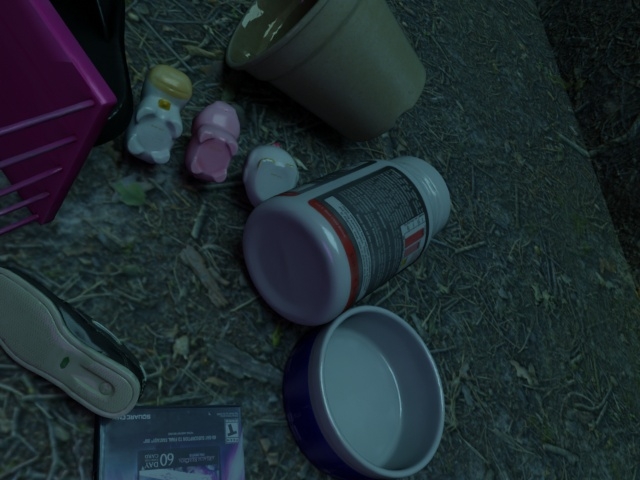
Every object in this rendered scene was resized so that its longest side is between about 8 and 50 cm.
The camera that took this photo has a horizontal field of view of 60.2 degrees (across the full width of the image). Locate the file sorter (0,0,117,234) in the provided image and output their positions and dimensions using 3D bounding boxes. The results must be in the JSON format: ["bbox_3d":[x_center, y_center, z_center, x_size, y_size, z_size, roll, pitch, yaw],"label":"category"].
[{"bbox_3d":[-0.386,-0.126,0.575,0.182,0.291,0.202,-36,92,-43],"label":"file sorter"}]

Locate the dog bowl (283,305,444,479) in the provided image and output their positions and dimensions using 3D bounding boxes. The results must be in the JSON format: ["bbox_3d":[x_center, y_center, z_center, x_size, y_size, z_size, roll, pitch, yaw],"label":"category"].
[{"bbox_3d":[0.074,0.246,0.891,0.265,0.104,0.265,20,55,-31],"label":"dog bowl"}]

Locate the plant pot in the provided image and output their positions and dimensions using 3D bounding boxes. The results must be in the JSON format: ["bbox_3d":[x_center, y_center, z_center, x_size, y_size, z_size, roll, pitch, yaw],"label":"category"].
[{"bbox_3d":[0.037,-0.370,1.092,0.305,0.334,0.334,38,46,-33],"label":"plant pot"}]

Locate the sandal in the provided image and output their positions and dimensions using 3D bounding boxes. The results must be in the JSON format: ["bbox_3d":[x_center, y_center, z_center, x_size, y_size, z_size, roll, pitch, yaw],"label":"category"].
[{"bbox_3d":[-0.353,-0.324,0.759,0.167,0.107,0.446,-20,62,-9],"label":"sandal"}]

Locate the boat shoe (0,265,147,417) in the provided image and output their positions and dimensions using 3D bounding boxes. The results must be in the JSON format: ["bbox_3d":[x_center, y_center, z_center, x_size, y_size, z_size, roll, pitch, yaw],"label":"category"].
[{"bbox_3d":[-0.310,0.119,0.668,0.233,0.084,0.079,42,7,-6],"label":"boat shoe"}]

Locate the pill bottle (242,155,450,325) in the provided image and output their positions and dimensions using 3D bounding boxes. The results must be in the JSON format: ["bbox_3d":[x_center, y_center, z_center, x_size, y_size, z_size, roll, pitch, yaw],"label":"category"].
[{"bbox_3d":[0.063,-0.021,0.944,0.363,0.210,0.210,-27,86,-44],"label":"pill bottle"}]

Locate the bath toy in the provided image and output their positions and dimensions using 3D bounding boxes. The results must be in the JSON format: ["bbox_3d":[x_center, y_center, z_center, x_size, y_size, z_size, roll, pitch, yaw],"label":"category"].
[{"bbox_3d":[-0.193,-0.169,0.892,0.348,0.129,0.151,24,96,-27],"label":"bath toy"}]

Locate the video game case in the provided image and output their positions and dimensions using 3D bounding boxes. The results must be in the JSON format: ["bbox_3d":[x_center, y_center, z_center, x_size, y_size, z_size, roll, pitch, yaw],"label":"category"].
[{"bbox_3d":[-0.178,0.343,0.674,0.196,0.026,0.274,12,58,-36],"label":"video game case"}]
